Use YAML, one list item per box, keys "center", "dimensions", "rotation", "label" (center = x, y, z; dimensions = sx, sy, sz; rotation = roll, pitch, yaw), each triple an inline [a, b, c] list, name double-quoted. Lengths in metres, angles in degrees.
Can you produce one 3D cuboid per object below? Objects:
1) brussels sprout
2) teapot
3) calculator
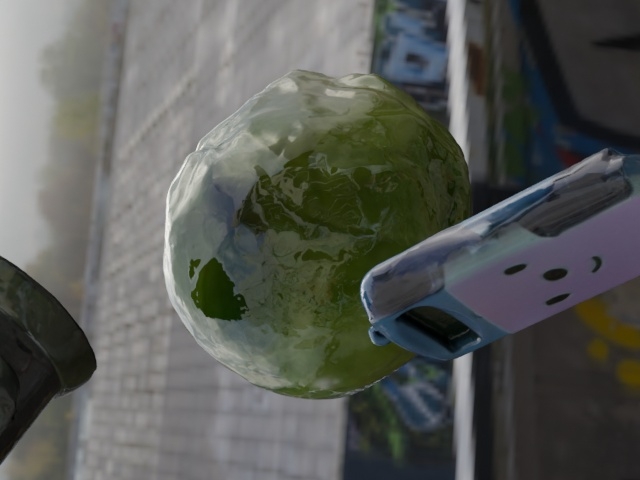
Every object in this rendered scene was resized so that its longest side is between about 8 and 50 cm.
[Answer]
- center: [0.000, 0.000, 1.566]
  dimensions: [0.344, 0.344, 0.268]
  rotation: [-100, -9, -49]
  label: "brussels sprout"
- center: [-0.351, 0.175, 1.351]
  dimensions: [0.270, 0.200, 0.337]
  rotation: [-6, 41, 52]
  label: "teapot"
- center: [0.163, 0.016, 1.259]
  dimensions: [0.173, 0.293, 0.051]
  rotation: [30, -142, -57]
  label: "calculator"
